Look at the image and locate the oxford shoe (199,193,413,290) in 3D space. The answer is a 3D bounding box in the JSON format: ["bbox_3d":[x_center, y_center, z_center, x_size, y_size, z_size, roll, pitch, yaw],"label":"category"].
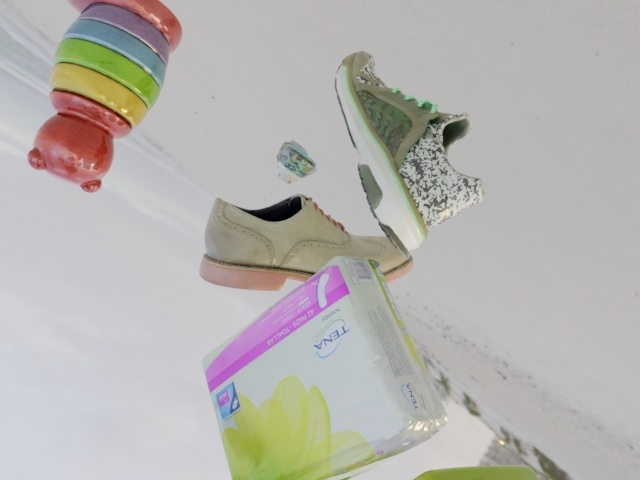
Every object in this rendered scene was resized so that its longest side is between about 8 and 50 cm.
[{"bbox_3d":[0.000,0.000,0.931,0.397,0.146,0.140,0,-167,-32],"label":"oxford shoe"}]

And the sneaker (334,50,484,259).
[{"bbox_3d":[0.145,-0.167,0.882,0.158,0.182,0.410,54,-161,-54],"label":"sneaker"}]

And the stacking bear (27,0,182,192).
[{"bbox_3d":[-0.329,-0.219,0.823,0.164,0.289,0.175,9,166,42],"label":"stacking bear"}]

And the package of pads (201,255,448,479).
[{"bbox_3d":[-0.011,0.190,0.698,0.101,0.296,0.229,16,-137,-48],"label":"package of pads"}]

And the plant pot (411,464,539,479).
[{"bbox_3d":[0.155,0.400,0.610,0.228,0.227,0.207,18,-146,-38],"label":"plant pot"}]

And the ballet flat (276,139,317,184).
[{"bbox_3d":[-0.045,-0.123,0.911,0.070,0.070,0.188,31,-171,-9],"label":"ballet flat"}]
